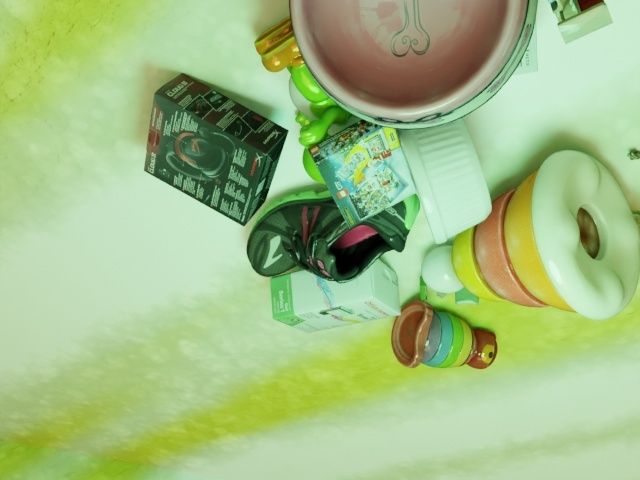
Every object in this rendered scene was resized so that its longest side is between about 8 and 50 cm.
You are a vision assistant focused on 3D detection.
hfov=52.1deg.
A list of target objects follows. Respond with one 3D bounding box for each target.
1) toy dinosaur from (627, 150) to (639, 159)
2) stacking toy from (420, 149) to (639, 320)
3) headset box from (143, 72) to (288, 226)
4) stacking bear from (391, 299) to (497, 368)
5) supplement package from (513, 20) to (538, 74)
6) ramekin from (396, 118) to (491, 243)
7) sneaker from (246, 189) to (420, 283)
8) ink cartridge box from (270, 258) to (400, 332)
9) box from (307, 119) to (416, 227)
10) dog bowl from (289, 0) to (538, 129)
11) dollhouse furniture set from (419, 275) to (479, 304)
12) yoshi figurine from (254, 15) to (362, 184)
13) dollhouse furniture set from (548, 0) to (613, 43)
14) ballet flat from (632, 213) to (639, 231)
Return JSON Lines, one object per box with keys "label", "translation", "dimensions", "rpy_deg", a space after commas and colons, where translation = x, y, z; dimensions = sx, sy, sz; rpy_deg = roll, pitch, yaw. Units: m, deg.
{"label": "toy dinosaur", "translation": [0.727, -0.152, 1.369], "dimensions": [0.183, 0.053, 0.092], "rpy_deg": [34, 146, -13]}
{"label": "stacking toy", "translation": [0.420, 0.025, 1.472], "dimensions": [0.350, 0.351, 0.479], "rpy_deg": [37, 148, -25]}
{"label": "headset box", "translation": [-0.240, -0.197, 1.392], "dimensions": [0.293, 0.110, 0.218], "rpy_deg": [28, 134, 6]}
{"label": "stacking bear", "translation": [0.353, 0.276, 1.776], "dimensions": [0.289, 0.176, 0.164], "rpy_deg": [16, 175, -21]}
{"label": "supplement package", "translation": [0.251, -0.369, 1.160], "dimensions": [0.244, 0.134, 0.139], "rpy_deg": [-5, 133, 15]}
{"label": "ramekin", "translation": [0.248, -0.137, 1.313], "dimensions": [0.127, 0.273, 0.273], "rpy_deg": [-19, 130, 9]}
{"label": "sneaker", "translation": [0.000, 0.000, 1.503], "dimensions": [0.482, 0.202, 0.185], "rpy_deg": [-21, 135, 37]}
{"label": "ink cartridge box", "translation": [0.042, 0.142, 1.670], "dimensions": [0.278, 0.117, 0.201], "rpy_deg": [-14, 156, 22]}
{"label": "box", "translation": [0.087, -0.133, 1.276], "dimensions": [0.159, 0.044, 0.233], "rpy_deg": [-27, 145, 3]}
{"label": "dog bowl", "translation": [0.132, -0.368, 1.015], "dimensions": [0.407, 0.150, 0.408], "rpy_deg": [4, 108, 12]}
{"label": "dollhouse furniture set", "translation": [0.331, 0.119, 1.675], "dimensions": [0.151, 0.076, 0.059], "rpy_deg": [-1, 135, 11]}
{"label": "yoshi figurine", "translation": [-0.010, -0.241, 1.298], "dimensions": [0.203, 0.204, 0.362], "rpy_deg": [1, 139, 47]}
{"label": "dollhouse furniture set", "translation": [0.415, -0.434, 1.033], "dimensions": [0.129, 0.184, 0.129], "rpy_deg": [-21, 128, 27]}
{"label": "ballet flat", "translation": [0.780, -0.009, 1.472], "dimensions": [0.240, 0.077, 0.091], "rpy_deg": [3, 134, 6]}
